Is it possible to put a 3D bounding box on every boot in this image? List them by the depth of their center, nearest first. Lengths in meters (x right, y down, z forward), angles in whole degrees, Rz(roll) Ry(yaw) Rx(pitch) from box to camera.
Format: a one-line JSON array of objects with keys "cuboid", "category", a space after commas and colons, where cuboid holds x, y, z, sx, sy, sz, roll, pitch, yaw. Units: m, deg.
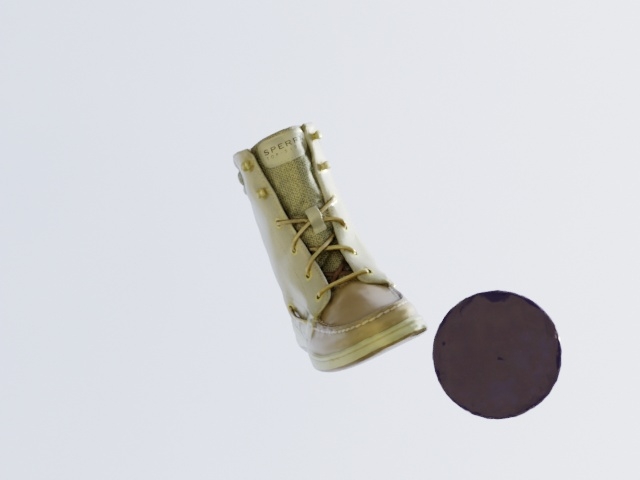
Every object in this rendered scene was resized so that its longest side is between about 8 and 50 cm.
[{"cuboid": [0.000, 0.000, 1.074, 0.077, 0.213, 0.165, -21, -82, -11], "category": "boot"}]

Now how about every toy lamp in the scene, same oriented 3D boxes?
[{"cuboid": [0.108, 0.071, 0.954, 0.080, 0.275, 0.080, -1, -94, 8], "category": "toy lamp"}]
